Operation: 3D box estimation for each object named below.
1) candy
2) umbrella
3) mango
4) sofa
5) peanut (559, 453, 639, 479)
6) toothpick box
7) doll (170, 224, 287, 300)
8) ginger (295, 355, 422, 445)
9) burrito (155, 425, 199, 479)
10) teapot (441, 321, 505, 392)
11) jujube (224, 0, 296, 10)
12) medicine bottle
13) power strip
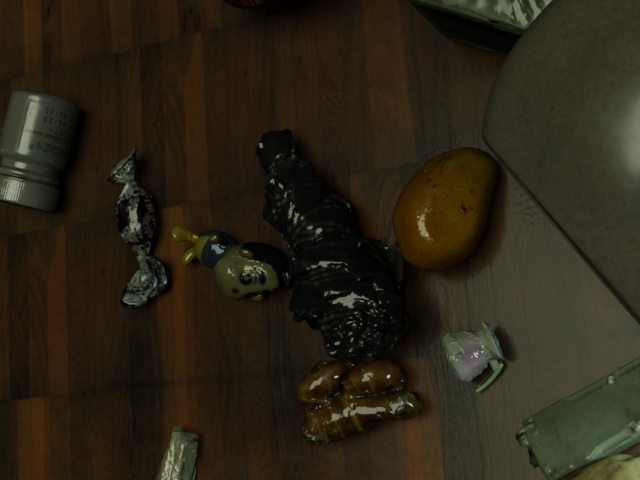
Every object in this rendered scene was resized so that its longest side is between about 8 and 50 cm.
[{"bbox_3d":[-0.266,-0.018,1.555,0.094,0.051,0.226,-14,76,25],"label":"candy"},{"bbox_3d":[-0.009,0.009,1.399,0.154,0.128,0.336,-37,60,-6],"label":"umbrella"},{"bbox_3d":[0.150,-0.042,1.343,0.115,0.089,0.165,15,83,6],"label":"mango"},{"bbox_3d":[0.227,-0.321,1.292,0.225,0.210,0.176,23,93,27],"label":"sofa"},{"bbox_3d":[0.266,0.357,1.198,0.149,0.149,0.313,43,103,24],"label":"peanut"},{"bbox_3d":[0.406,-0.137,1.066,0.425,0.409,0.409,-40,68,8],"label":"toothpick box"},{"bbox_3d":[-0.121,0.031,1.463,0.179,0.102,0.089,11,47,26],"label":"doll"},{"bbox_3d":[0.042,0.191,1.369,0.162,0.073,0.103,-18,88,15],"label":"ginger"},{"bbox_3d":[-0.197,0.325,1.471,0.055,0.041,0.149,11,86,12],"label":"burrito"},{"bbox_3d":[0.189,0.140,1.320,0.064,0.064,0.083,-25,104,12],"label":"teapot"},{"bbox_3d":[-0.065,-0.416,1.451,0.232,0.213,0.213,-21,73,22],"label":"jujube"},{"bbox_3d":[-0.423,-0.132,1.616,0.105,0.105,0.168,11,86,26],"label":"medicine bottle"},{"bbox_3d":[0.346,0.177,1.209,0.286,0.048,0.080,-39,58,28],"label":"power strip"}]
